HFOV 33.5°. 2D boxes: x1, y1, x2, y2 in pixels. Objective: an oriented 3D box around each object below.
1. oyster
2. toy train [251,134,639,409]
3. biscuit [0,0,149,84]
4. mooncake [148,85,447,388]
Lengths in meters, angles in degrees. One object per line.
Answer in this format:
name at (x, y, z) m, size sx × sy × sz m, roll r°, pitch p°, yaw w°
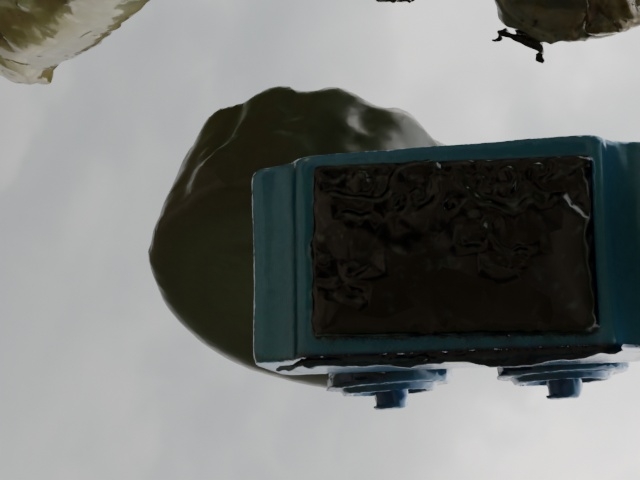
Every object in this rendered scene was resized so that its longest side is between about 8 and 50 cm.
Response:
oyster at (0.150, -0.276, 0.977) m, size 0.337 × 0.133 × 0.198 m, roll 39°, pitch -107°, yaw 18°
toy train at (0.099, 0.027, 0.795) m, size 0.300 × 0.265 × 0.188 m, roll -4°, pitch -101°, yaw 11°
biscuit at (-0.157, -0.183, 0.372) m, size 0.179 × 0.084 × 0.281 m, roll -23°, pitch -90°, yaw 42°
mooncake at (0.000, 0.000, 1.179) m, size 0.356 × 0.356 × 0.194 m, roll -29°, pitch -148°, yaw 40°
